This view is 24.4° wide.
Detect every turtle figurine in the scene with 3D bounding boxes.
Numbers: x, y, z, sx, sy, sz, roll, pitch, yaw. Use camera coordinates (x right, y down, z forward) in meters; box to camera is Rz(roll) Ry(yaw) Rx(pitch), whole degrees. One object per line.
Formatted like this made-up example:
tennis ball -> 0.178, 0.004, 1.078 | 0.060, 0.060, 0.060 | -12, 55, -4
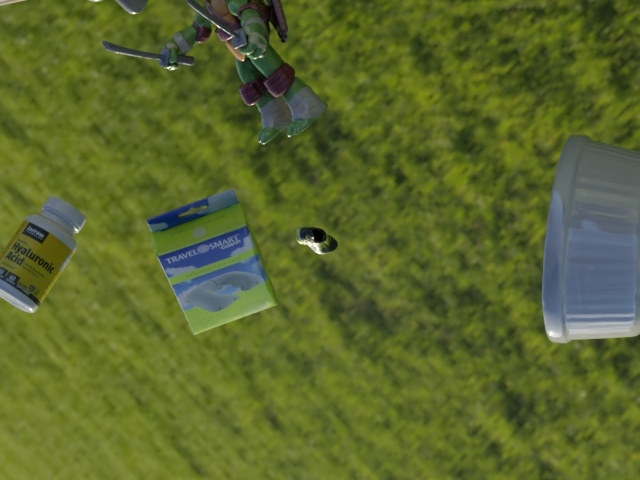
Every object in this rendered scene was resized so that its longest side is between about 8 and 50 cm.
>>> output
turtle figurine -> -0.135, -0.240, 2.026 | 0.198, 0.275, 0.266 | -27, 109, 28

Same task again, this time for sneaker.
sneaker -> 0.000, 0.000, 2.195 | 0.035, 0.031, 0.083 | -7, 162, 43

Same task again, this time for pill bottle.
pill bottle -> -0.299, 0.013, 1.569 | 0.065, 0.116, 0.065 | 28, 164, 9

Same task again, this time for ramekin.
ramekin -> 0.372, 0.002, 1.912 | 0.127, 0.273, 0.273 | 5, 138, 17

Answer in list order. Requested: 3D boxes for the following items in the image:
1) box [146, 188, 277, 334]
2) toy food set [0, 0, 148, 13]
box -> -0.120, 0.027, 1.677 | 0.178, 0.109, 0.042 | 71, 178, -51
toy food set -> -0.284, -0.285, 1.524 | 0.306, 0.220, 0.092 | -6, 136, 26
